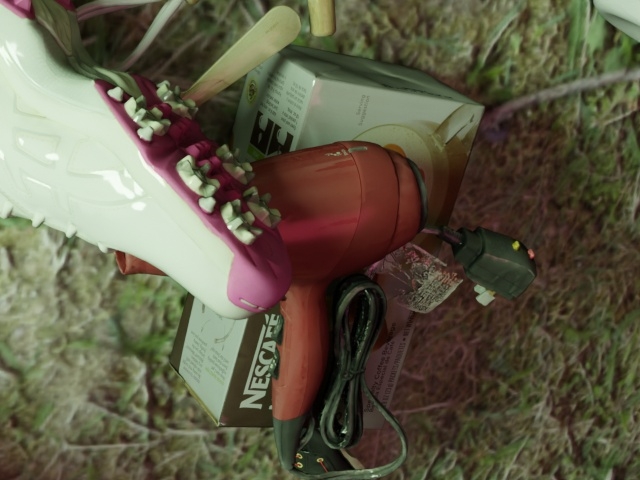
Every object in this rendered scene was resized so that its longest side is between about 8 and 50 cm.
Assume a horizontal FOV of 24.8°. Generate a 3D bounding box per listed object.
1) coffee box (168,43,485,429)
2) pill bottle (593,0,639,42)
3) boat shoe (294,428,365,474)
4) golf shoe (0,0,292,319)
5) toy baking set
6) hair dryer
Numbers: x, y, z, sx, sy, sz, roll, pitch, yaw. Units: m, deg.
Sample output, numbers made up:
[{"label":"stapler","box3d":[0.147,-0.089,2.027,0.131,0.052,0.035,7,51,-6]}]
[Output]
[{"label":"coffee box","box3d":[0.000,0.000,1.005,0.141,0.098,0.246,7,109,-32]},{"label":"pill bottle","box3d":[0.300,-0.238,1.066,0.117,0.117,0.215,26,98,-38]},{"label":"boat shoe","box3d":[-0.008,0.157,1.101,0.042,0.049,0.133,-45,142,-8]},{"label":"golf shoe","box3d":[-0.149,-0.049,0.809,0.140,0.306,0.115,-49,168,14]},{"label":"toy baking set","box3d":[-0.079,-0.177,0.887,0.197,0.030,0.256,-12,107,-13]},{"label":"hair dryer","box3d":[-0.004,0.044,0.912,0.293,0.080,0.223,32,97,-33]}]
